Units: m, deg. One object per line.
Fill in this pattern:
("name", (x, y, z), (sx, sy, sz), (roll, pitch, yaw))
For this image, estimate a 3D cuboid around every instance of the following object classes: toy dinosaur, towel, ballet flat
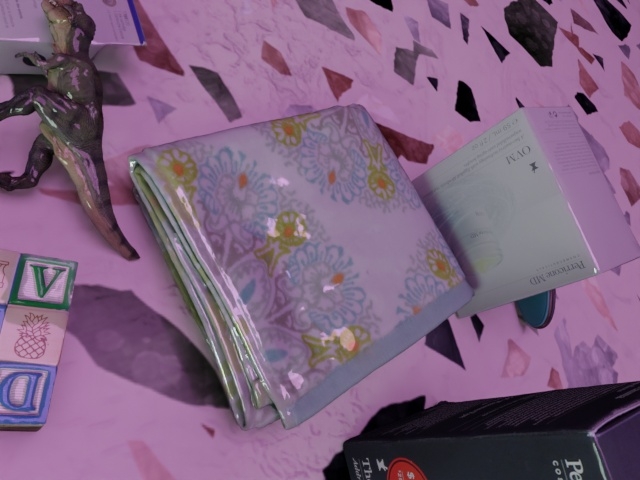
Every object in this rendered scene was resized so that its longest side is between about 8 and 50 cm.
("toy dinosaur", (-0.254, -0.102, 0.466), (0.118, 0.064, 0.269), (-12, 98, -26))
("towel", (0.000, 0.000, 0.599), (0.374, 0.090, 0.321), (-23, 84, -38))
("ballet flat", (0.354, 0.045, 0.827), (0.074, 0.074, 0.203), (4, 65, -32))

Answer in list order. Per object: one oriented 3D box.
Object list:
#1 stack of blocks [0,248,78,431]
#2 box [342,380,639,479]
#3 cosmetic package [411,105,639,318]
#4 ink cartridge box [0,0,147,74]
("stack of blocks", (-0.345, 0.041, 0.352), (0.296, 0.087, 0.171), (13, 62, -28))
("box", (0.212, 0.325, 0.450), (0.178, 0.312, 0.344), (-5, 72, -35))
("cosmetic package", (0.274, -0.033, 0.707), (0.138, 0.224, 0.225), (-13, 77, -37))
("ink cartridge box", (-0.360, -0.250, 0.489), (0.332, 0.065, 0.166), (-11, 76, -35))
